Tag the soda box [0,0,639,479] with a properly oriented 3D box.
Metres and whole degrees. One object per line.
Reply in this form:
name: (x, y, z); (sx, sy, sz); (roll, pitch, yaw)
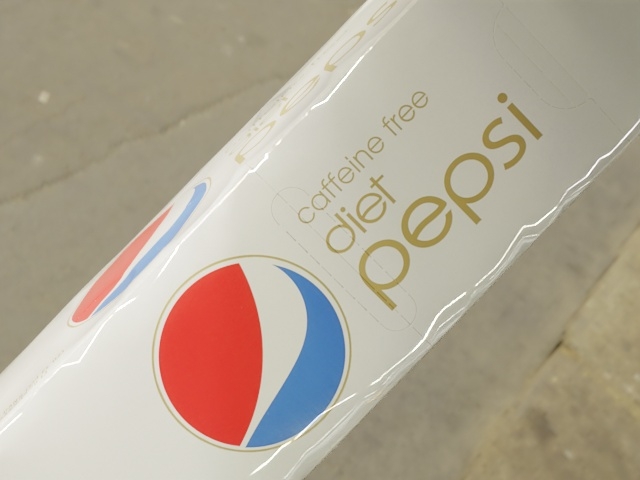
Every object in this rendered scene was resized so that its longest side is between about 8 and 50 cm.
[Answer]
soda box: (0.000, 0.000, 0.403); (0.069, 0.216, 0.074); (44, -1, -12)
